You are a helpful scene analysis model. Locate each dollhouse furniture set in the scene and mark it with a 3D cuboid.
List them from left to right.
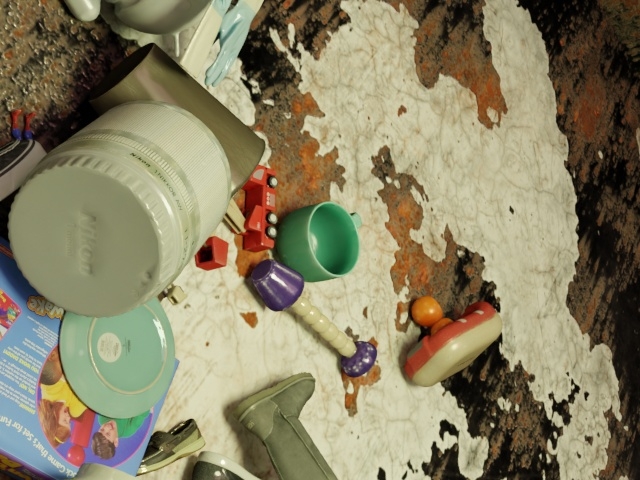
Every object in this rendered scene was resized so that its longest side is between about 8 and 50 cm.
[{"bbox_3d":[-0.248,0.040,1.499,0.114,0.091,0.081,56,30,-18],"label":"dollhouse furniture set"}]

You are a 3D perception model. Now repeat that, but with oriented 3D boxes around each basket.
[{"bbox_3d":[-0.216,-0.164,1.533,0.227,0.154,0.204,50,47,-23],"label":"basket"}]

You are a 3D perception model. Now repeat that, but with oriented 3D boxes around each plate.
[{"bbox_3d":[-0.258,0.139,1.374,0.188,0.024,0.188,16,68,-46],"label":"plate"}]

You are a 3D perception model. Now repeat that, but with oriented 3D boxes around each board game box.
[{"bbox_3d":[-0.360,0.174,1.327,0.347,0.078,0.233,42,51,-33],"label":"board game box"}]

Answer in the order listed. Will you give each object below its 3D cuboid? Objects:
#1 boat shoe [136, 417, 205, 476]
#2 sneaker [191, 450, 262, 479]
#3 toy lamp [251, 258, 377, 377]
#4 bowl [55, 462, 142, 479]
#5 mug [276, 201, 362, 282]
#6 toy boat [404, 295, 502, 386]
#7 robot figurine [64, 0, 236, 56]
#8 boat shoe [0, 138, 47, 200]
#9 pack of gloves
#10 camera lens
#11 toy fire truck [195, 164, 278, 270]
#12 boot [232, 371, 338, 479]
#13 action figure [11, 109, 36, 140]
[{"bbox_3d":[-0.225,0.292,1.472,0.152,0.056,0.049,-16,87,-59],"label":"boat shoe"},{"bbox_3d":[-0.119,0.410,1.546,0.217,0.079,0.121,38,60,-30],"label":"sneaker"},{"bbox_3d":[-0.013,0.129,1.734,0.274,0.080,0.080,46,49,-31],"label":"toy lamp"},{"bbox_3d":[-0.260,0.355,1.222,0.289,0.289,0.156,42,56,-33],"label":"bowl"},{"bbox_3d":[-0.003,0.008,1.760,0.158,0.097,0.129,14,69,-47],"label":"mug"},{"bbox_3d":[0.232,0.168,1.973,0.231,0.151,0.151,-18,64,-49],"label":"toy boat"},{"bbox_3d":[-0.261,-0.449,1.514,0.300,0.200,0.353,-36,112,-5],"label":"robot figurine"},{"bbox_3d":[-0.464,-0.066,1.263,0.301,0.108,0.102,-40,111,-38],"label":"boat shoe"},{"bbox_3d":[-0.141,-0.340,1.505,0.232,0.046,0.195,-65,168,0],"label":"pack of gloves"},{"bbox_3d":[-0.248,-0.048,1.343,0.219,0.219,0.274,63,21,-15],"label":"camera lens"},{"bbox_3d":[-0.133,-0.039,1.665,0.135,0.047,0.192,18,66,-43],"label":"toy fire truck"},{"bbox_3d":[-0.020,0.316,1.605,0.208,0.076,0.190,47,40,19],"label":"boot"},{"bbox_3d":[-0.397,-0.117,1.405,0.038,0.030,0.115,8,76,-52],"label":"action figure"}]
